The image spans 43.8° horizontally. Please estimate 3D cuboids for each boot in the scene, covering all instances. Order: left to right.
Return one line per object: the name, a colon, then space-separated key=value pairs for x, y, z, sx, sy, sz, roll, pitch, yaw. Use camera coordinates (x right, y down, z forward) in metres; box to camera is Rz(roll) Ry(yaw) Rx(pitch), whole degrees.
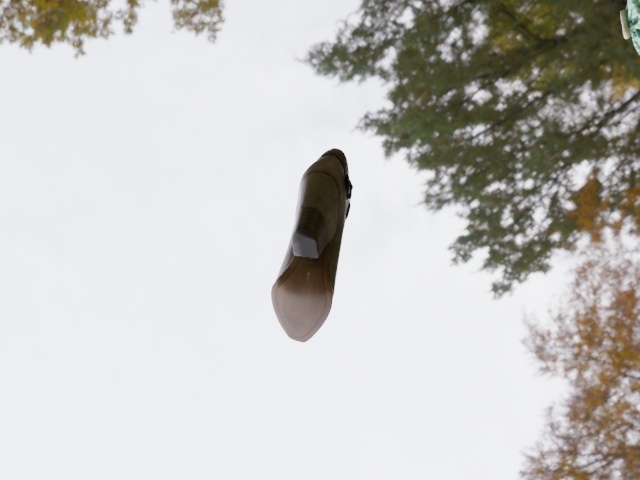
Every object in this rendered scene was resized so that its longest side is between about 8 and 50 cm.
boot: x=0.000 y=0.000 z=0.537 sx=0.042 sy=0.118 sz=0.087 roll=15 pitch=-138 yaw=7

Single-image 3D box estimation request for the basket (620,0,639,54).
basket: x=0.346 y=-0.184 z=0.600 sx=0.289 sy=0.201 sz=0.254 roll=40 pitch=-137 yaw=-26
